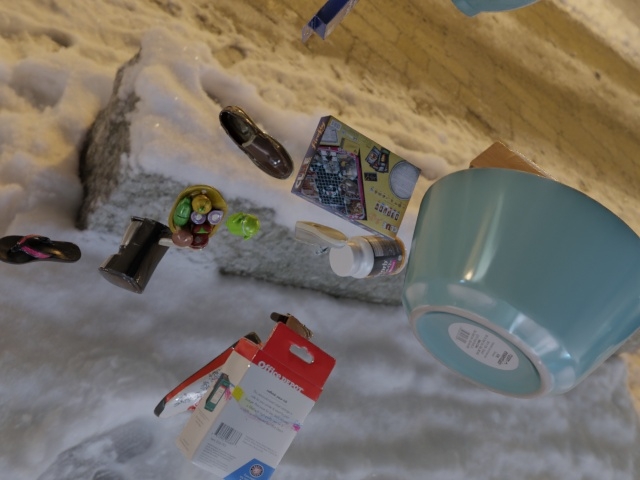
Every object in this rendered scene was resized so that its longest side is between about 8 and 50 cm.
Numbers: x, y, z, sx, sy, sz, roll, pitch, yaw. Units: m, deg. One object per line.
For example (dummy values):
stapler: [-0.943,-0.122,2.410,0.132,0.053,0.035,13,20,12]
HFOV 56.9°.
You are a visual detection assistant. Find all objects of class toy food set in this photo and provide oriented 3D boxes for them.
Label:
toy food set: [-0.313,-0.034,1.467,0.128,0.217,0.071,19,33,-22]

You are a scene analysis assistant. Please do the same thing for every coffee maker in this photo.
coffee maker: [-0.466,0.038,1.540,0.120,0.171,0.178,51,51,-42]

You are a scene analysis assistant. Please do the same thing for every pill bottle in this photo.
pill bottle: [0.179,0.060,2.215,0.279,0.162,0.162,-4,64,-40]

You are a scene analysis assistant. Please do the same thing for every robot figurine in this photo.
robot figurine: [-0.233,-0.048,1.791,0.067,0.115,0.101,-63,143,-32]

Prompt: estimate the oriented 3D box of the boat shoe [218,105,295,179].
boat shoe: [-0.180,-0.258,1.595,0.257,0.095,0.095,43,17,3]

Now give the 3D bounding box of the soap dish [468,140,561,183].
soap dish: [0.398,-0.034,1.193,0.118,0.228,0.290,-13,38,-15]

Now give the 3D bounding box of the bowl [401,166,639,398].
bowl: [0.225,0.077,0.730,0.311,0.312,0.163,42,66,-11]

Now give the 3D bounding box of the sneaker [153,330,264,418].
sneaker: [-0.205,0.326,1.238,0.270,0.090,0.145,-37,84,-7]

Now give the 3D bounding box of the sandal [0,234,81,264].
sandal: [-0.586,0.014,1.233,0.179,0.040,0.067,3,58,-45]

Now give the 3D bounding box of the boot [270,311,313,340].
boot: [-0.041,0.171,1.116,0.118,0.042,0.087,34,-2,42]

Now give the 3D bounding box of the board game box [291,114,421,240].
board game box: [0.077,-0.120,1.185,0.243,0.042,0.164,26,82,-28]

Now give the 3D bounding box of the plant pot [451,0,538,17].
plant pot: [0.335,-0.574,1.173,0.293,0.196,0.292,29,46,-35]

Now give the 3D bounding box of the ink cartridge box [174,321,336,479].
ink cartridge box: [-0.094,0.244,0.895,0.134,0.078,0.231,39,76,-26]

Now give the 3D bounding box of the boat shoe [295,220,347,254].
boat shoe: [-0.001,0.000,1.770,0.079,0.228,0.081,-2,105,-36]

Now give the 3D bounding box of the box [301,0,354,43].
box: [0.047,-0.498,1.230,0.036,0.225,0.136,43,4,-5]
